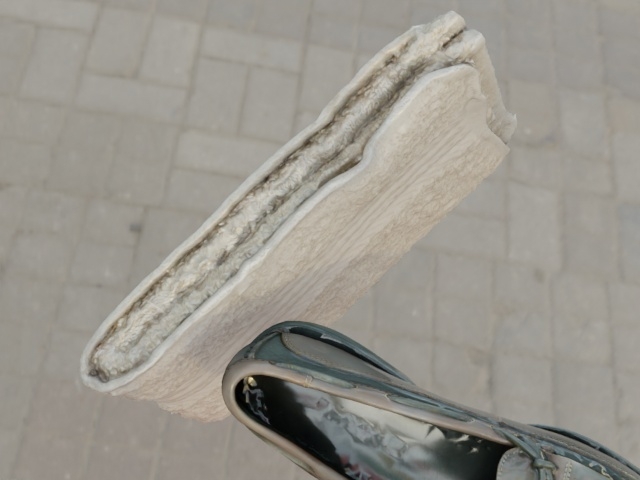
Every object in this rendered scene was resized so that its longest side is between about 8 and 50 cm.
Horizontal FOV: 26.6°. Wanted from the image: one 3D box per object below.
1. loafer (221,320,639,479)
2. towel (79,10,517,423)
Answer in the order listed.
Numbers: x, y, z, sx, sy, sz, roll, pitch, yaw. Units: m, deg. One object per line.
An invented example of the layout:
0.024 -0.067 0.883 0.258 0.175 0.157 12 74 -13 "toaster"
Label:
0.067 0.127 0.692 0.267 0.096 0.084 25 8 11 "loafer"
0.000 0.000 0.789 0.282 0.187 0.049 -44 69 1 "towel"
